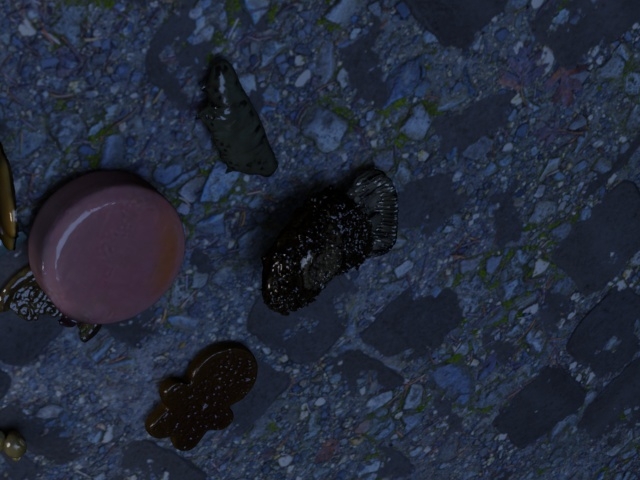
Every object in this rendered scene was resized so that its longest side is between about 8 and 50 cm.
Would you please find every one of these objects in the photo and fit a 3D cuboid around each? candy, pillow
[{"bbox_3d":[-0.340,0.018,1.759,0.255,0.094,0.255,-16,122,-27],"label":"candy"},{"bbox_3d":[-0.140,-0.178,1.787,0.093,0.051,0.241,-32,133,-7],"label":"pillow"}]

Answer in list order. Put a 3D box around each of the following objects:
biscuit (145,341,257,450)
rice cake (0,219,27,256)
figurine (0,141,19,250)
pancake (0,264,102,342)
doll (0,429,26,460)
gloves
[{"bbox_3d":[-0.214,0.286,2.065,0.236,0.039,0.180,-46,129,4],"label":"biscuit"},{"bbox_3d":[-0.534,0.027,1.710,0.180,0.030,0.042,-33,144,-7],"label":"rice cake"},{"bbox_3d":[-0.565,-0.063,1.554,0.257,0.181,0.208,-8,164,-23],"label":"figurine"},{"bbox_3d":[-0.436,0.104,1.827,0.190,0.020,0.184,-11,126,-23],"label":"pancake"},{"bbox_3d":[-0.551,0.348,1.904,0.093,0.051,0.062,-4,128,-27],"label":"doll"},{"bbox_3d":[0.004,0.007,1.935,0.312,0.135,0.210,-29,155,-38],"label":"gloves"}]
